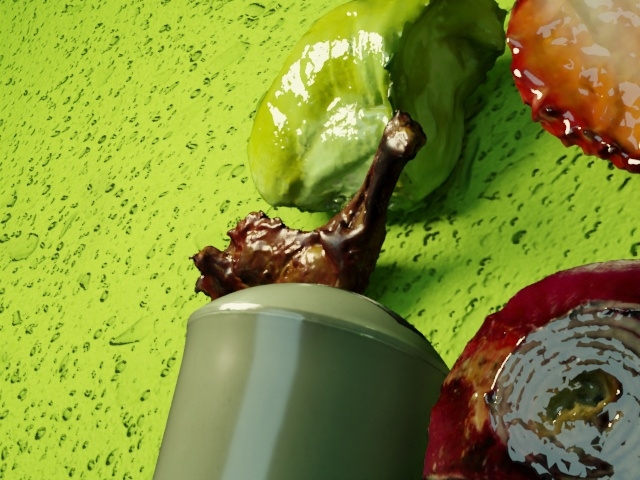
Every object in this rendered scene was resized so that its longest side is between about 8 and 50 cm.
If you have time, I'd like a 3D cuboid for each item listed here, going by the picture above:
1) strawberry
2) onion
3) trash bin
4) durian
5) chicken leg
[{"bbox_3d":[0.349,-0.171,1.239,0.265,0.149,0.336,-31,56,9],"label":"strawberry"},{"bbox_3d":[0.258,0.138,0.976,0.336,0.282,0.260,7,68,42],"label":"onion"},{"bbox_3d":[-0.035,0.254,1.147,0.280,0.280,0.432,-3,63,38],"label":"trash bin"},{"bbox_3d":[0.050,-0.162,1.422,0.339,0.204,0.256,-7,69,32],"label":"durian"},{"bbox_3d":[0.000,0.000,1.378,0.407,0.158,0.096,-37,-1,40],"label":"chicken leg"}]
